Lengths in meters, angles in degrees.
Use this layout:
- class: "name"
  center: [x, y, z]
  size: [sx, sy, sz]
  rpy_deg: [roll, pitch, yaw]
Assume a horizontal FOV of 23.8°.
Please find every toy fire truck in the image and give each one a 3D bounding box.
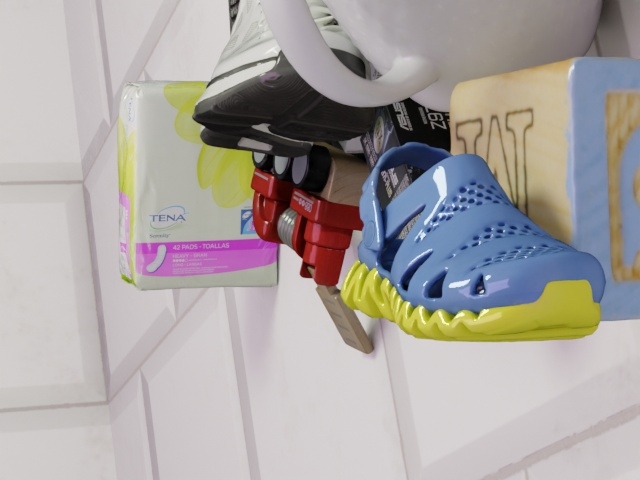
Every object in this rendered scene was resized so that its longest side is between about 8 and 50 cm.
- class: "toy fire truck"
  center: [0.000, 0.000, 1.872]
  size: [0.217, 0.158, 0.246]
  rpy_deg: [-149, 70, -64]

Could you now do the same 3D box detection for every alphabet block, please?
- class: "alphabet block"
  center: [0.229, -0.038, 1.197]
  size: [0.197, 0.192, 0.193]
  rpy_deg: [180, 90, -67]

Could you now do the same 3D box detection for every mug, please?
- class: "mug"
  center: [0.080, -0.266, 1.291]
  size: [0.276, 0.374, 0.328]
  rpy_deg: [0, 124, 43]

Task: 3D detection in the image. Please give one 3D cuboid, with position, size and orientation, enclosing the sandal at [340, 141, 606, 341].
- class: "sandal"
  center: [0.100, 0.001, 1.114]
  size: [0.317, 0.126, 0.138]
  rpy_deg: [-165, 79, -66]

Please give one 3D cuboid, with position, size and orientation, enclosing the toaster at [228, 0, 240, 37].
- class: "toaster"
  center: [-0.051, -0.298, 1.986]
  size: [0.168, 0.110, 0.186]
  rpy_deg: [164, 104, -68]

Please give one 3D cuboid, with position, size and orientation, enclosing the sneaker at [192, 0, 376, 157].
- class: "sneaker"
  center: [-0.039, -0.234, 1.573]
  size: [0.447, 0.169, 0.258]
  rpy_deg: [174, 103, -78]

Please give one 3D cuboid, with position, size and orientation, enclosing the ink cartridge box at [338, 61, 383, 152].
- class: "ink cartridge box"
  center: [0.044, -0.200, 1.802]
  size: [0.175, 0.072, 0.127]
  rpy_deg: [-119, 34, -49]

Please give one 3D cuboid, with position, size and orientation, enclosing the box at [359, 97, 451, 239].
- class: "box"
  center: [0.136, -0.053, 1.482]
  size: [0.077, 0.147, 0.180]
  rpy_deg: [116, 145, -51]

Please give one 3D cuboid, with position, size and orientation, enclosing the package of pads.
- class: "package of pads"
  center: [-0.175, -0.079, 2.159]
  size: [0.101, 0.229, 0.297]
  rpy_deg: [-155, 65, -66]
